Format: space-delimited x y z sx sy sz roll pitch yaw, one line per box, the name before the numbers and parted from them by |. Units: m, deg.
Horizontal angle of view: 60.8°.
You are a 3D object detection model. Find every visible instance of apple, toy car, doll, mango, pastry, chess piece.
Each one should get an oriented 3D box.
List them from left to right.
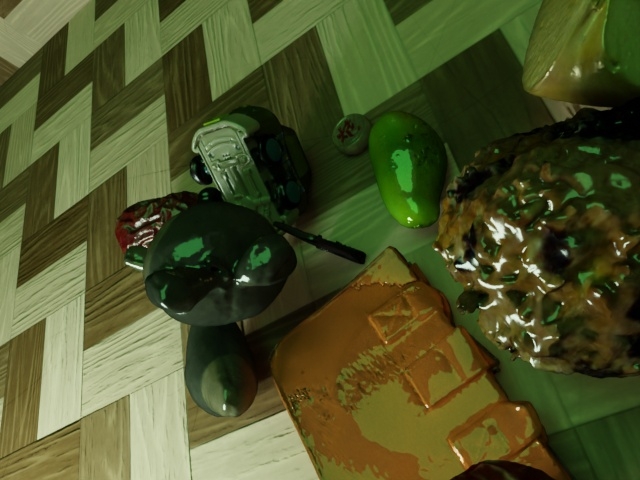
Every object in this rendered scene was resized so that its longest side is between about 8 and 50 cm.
doll | -0.145 0.106 0.888 0.252 0.379 0.382 -26 8 -14
toy car | -0.112 -0.146 1.067 0.204 0.248 0.198 -8 26 36
chess piece | 0.064 -0.208 1.071 0.083 0.038 0.084 -17 60 32
mango | 0.153 -0.120 0.917 0.125 0.111 0.233 -31 55 27
pastry | 0.305 -0.002 0.583 0.405 0.337 0.293 2 105 40
apple | 0.420 -0.321 0.728 0.314 0.252 0.309 20 94 42

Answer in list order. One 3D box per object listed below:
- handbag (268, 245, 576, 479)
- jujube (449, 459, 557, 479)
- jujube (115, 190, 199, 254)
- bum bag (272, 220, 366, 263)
handbag | 0.118 0.240 0.776 0.303 0.116 0.410 -40 52 10
jujube | 0.172 0.342 0.508 0.174 0.174 0.250 -10 45 33
jujube | -0.344 -0.027 1.218 0.230 0.155 0.155 -17 60 20
bum bag | 0.000 0.000 0.940 0.109 0.159 0.026 20 87 39
